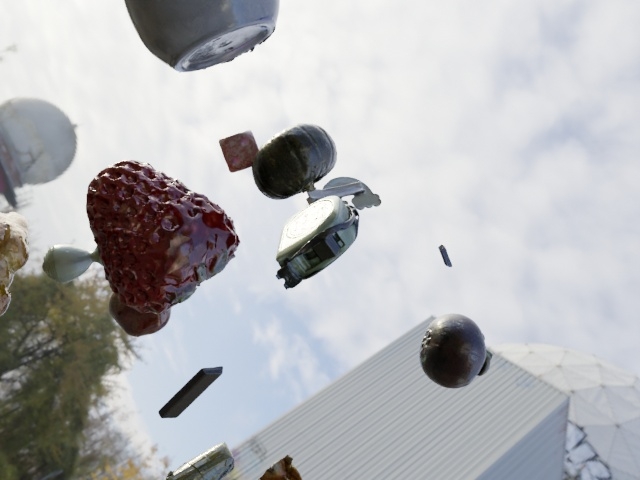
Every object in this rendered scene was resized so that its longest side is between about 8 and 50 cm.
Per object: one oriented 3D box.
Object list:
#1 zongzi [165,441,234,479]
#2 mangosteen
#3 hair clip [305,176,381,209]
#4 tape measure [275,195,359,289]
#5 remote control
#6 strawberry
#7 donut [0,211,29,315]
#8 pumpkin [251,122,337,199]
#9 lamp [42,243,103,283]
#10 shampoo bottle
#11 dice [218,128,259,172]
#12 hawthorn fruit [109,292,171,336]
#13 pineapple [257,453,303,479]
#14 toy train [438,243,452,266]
[{"bbox_3d":[-0.376,0.773,2.110,0.115,0.228,0.256,41,-38,35],"label":"zongzi"},{"bbox_3d":[0.394,0.329,1.942,0.216,0.216,0.216,38,-36,36],"label":"mangosteen"},{"bbox_3d":[0.063,-0.141,2.016,0.054,0.220,0.140,99,-28,-49],"label":"hair clip"},{"bbox_3d":[0.000,0.000,1.646,0.115,0.207,0.235,56,19,-24],"label":"tape measure"},{"bbox_3d":[-0.315,0.366,1.610,0.245,0.063,0.025,-46,-128,37],"label":"remote control"},{"bbox_3d":[-0.382,-0.030,1.539,0.345,0.318,0.295,57,-7,-14],"label":"strawberry"},{"bbox_3d":[-0.713,0.068,1.377,0.317,0.150,0.299,-29,-133,47],"label":"donut"},{"bbox_3d":[-0.059,-0.184,1.594,0.157,0.224,0.224,58,-29,0],"label":"pumpkin"},{"bbox_3d":[-0.651,0.054,1.808,0.106,0.193,0.106,169,-90,-79],"label":"lamp"},{"bbox_3d":[-0.222,-0.465,1.203,0.273,0.273,0.266,-19,-86,61],"label":"shampoo bottle"},{"bbox_3d":[-0.204,-0.229,1.709,0.093,0.091,0.094,-130,-161,-79],"label":"dice"},{"bbox_3d":[-0.557,0.188,2.131,0.208,0.208,0.248,57,-43,9],"label":"hawthorn fruit"},{"bbox_3d":[-0.093,0.498,1.265,0.236,0.186,0.114,-41,-112,29],"label":"pineapple"},{"bbox_3d":[0.322,0.044,1.722,0.017,0.017,0.083,49,-9,48],"label":"toy train"}]
